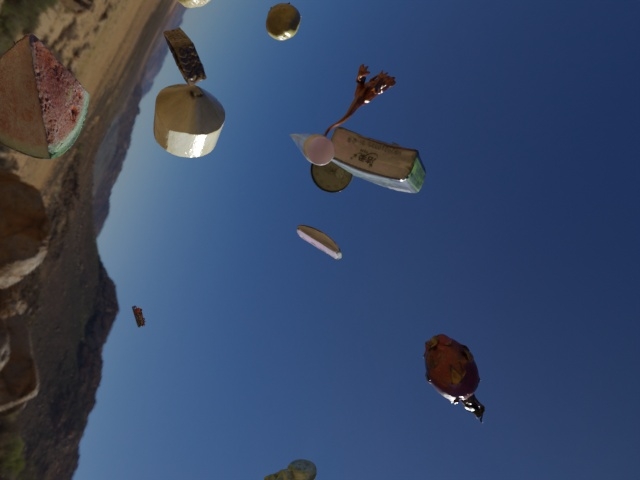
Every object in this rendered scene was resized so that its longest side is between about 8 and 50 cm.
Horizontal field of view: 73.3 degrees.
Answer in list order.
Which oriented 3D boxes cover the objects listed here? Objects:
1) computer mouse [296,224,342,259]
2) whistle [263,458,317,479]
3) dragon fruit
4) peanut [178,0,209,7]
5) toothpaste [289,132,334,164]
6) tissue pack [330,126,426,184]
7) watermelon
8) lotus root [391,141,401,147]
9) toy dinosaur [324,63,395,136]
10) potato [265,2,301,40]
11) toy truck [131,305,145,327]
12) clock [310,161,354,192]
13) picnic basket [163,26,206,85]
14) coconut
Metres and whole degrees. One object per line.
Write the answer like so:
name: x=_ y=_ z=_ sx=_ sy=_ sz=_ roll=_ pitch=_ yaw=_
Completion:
computer mouse: x=0.000 y=0.000 z=1.949 sx=0.245 sy=0.126 sz=0.056 roll=30 pitch=-107 yaw=19
whistle: x=-0.102 y=0.809 z=1.476 sx=0.104 sy=0.198 sz=0.057 roll=6 pitch=-86 yaw=53
dragon fruit: x=0.336 y=0.341 z=1.045 sx=0.125 sy=0.246 sz=0.125 roll=-19 pitch=-161 yaw=35
peanut: x=-0.211 y=-0.498 z=0.791 sx=0.174 sy=0.080 sz=0.080 roll=-16 pitch=-128 yaw=38
toothpaste: x=-0.020 y=-0.232 z=1.045 sx=0.323 sy=0.100 sz=0.066 roll=-113 pitch=-135 yaw=-72
tissue pack: x=0.211 y=-0.268 z=1.520 sx=0.287 sy=0.394 sz=0.124 roll=19 pitch=-84 yaw=17
watermelon: x=-0.747 y=-0.379 z=1.175 sx=0.292 sy=0.250 sz=0.283 roll=-14 pitch=-146 yaw=45
lotus root: x=0.299 y=-0.307 z=1.784 sx=0.143 sy=0.070 sz=0.144 roll=115 pitch=-11 yaw=-53
toy dinosaur: x=0.166 y=-0.584 z=1.697 sx=0.432 sy=0.097 sz=0.208 roll=-38 pitch=168 yaw=-23
potato: x=-0.096 y=-0.574 z=1.122 sx=0.138 sy=0.091 sz=0.070 roll=-88 pitch=176 yaw=-49
toy truck: x=-0.658 y=0.274 z=1.561 sx=0.024 sy=0.032 sz=0.083 roll=-22 pitch=-97 yaw=58
clock: x=0.054 y=-0.331 z=2.048 sx=0.215 sy=0.215 sz=0.042 roll=-46 pitch=-177 yaw=27
picnic basket: x=-0.333 y=-0.456 z=1.058 sx=0.054 sy=0.110 sz=0.193 roll=-24 pitch=-138 yaw=-10
coconut: x=-0.389 y=-0.361 z=1.271 sx=0.222 sy=0.202 sz=0.202 roll=129 pitch=-28 yaw=-49
